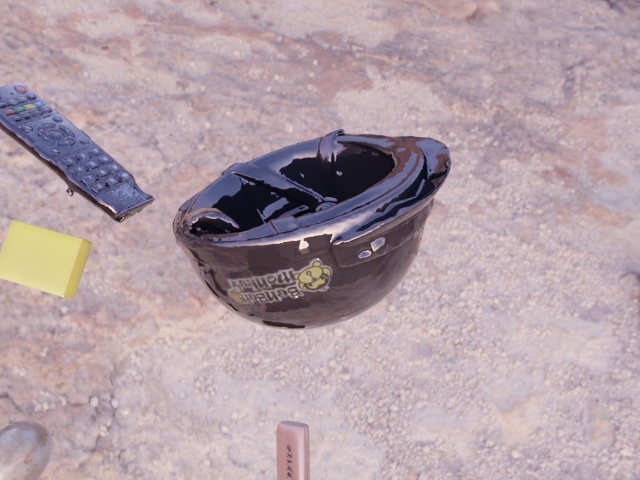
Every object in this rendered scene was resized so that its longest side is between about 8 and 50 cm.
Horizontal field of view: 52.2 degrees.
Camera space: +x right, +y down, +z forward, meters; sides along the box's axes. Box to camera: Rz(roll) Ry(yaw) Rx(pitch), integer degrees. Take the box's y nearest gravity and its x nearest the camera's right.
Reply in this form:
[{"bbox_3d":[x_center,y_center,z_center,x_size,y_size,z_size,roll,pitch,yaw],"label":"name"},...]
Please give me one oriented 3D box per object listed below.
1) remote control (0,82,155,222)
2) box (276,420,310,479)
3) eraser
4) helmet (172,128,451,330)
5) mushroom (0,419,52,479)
[{"bbox_3d":[-0.519,-0.180,1.332,0.399,0.062,0.144,39,34,8],"label":"remote control"},{"bbox_3d":[-0.039,0.316,0.928,0.048,0.115,0.025,1,2,25],"label":"box"},{"bbox_3d":[-0.442,0.030,1.039,0.122,0.045,0.097,15,83,1],"label":"eraser"},{"bbox_3d":[0.000,0.000,0.658,0.279,0.160,0.230,-4,28,18],"label":"helmet"},{"bbox_3d":[-0.832,0.554,1.686,0.244,0.243,0.243,6,49,-7],"label":"mushroom"}]
